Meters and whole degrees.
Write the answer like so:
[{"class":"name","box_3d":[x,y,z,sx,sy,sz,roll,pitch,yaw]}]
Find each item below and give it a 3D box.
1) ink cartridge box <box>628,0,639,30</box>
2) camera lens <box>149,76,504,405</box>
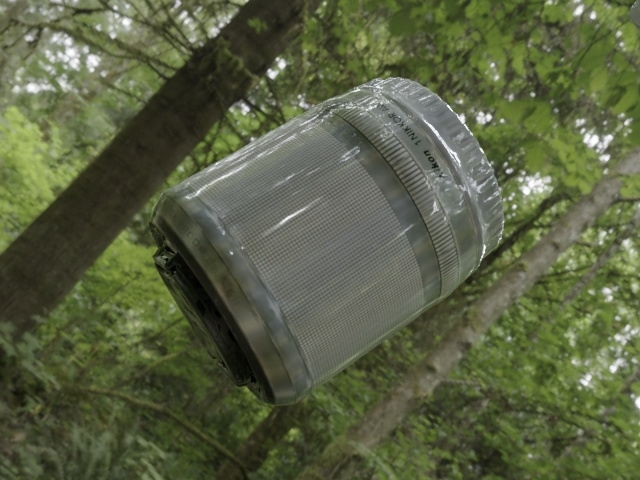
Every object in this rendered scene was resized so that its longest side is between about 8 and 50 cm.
[{"class":"ink cartridge box","box_3d":[0.463,-0.240,0.771,0.208,0.087,0.153,16,-51,-28]},{"class":"camera lens","box_3d":[0.000,0.000,0.667,0.219,0.274,0.219,50,-18,23]}]
